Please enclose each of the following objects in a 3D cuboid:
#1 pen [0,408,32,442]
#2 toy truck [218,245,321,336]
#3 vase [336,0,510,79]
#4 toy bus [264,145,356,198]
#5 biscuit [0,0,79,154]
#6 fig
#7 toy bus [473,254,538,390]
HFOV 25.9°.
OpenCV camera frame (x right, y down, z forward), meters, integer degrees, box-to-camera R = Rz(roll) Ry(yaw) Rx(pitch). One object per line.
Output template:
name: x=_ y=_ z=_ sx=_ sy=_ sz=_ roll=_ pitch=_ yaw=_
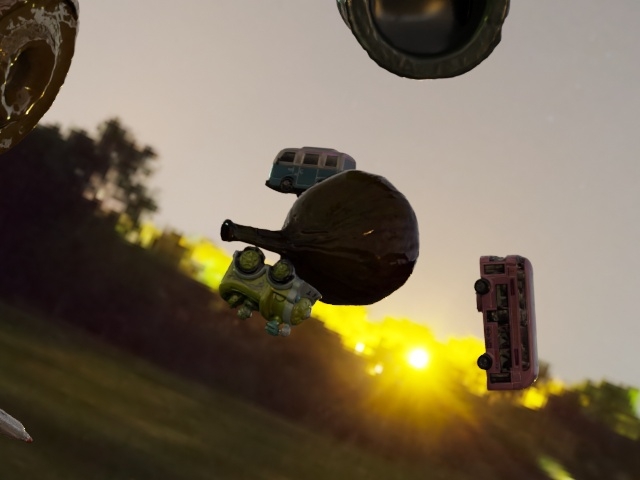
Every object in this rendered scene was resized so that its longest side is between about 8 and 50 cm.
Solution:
pen: x=-0.399 y=0.196 z=1.632 sx=0.026 sy=0.026 sz=0.218 roll=17 pitch=-20 yaw=33
toy truck: x=-0.057 y=0.061 z=1.541 sx=0.111 sy=0.077 sz=0.076 roll=24 pitch=-14 yaw=26
vase: x=0.125 y=-0.370 z=2.090 sx=0.245 sy=0.245 sz=0.291 roll=26 pitch=5 yaw=-16
toy bus: x=-0.012 y=-0.097 z=2.002 sx=0.123 sy=0.075 sz=0.060 roll=8 pitch=-8 yaw=30
biscuit: x=-0.416 y=-0.226 z=1.796 sx=0.102 sy=0.296 sz=0.296 roll=32 pitch=-7 yaw=15
fig: x=-0.015 y=0.002 z=1.829 sx=0.290 sy=0.190 sz=0.191 roll=-5 pitch=3 yaw=-23
toy bus: x=0.277 y=0.122 z=2.071 sx=0.090 sy=0.203 sz=0.063 roll=-4 pitch=0 yaw=15
